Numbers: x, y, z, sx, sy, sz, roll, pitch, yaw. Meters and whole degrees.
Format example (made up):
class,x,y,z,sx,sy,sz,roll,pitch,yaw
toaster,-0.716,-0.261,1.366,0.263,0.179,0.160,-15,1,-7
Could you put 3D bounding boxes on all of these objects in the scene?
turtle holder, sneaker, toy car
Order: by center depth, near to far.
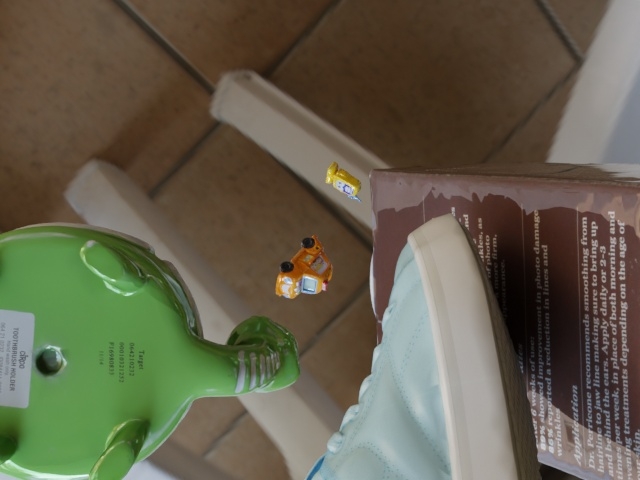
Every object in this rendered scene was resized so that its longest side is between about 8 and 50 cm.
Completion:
class,x,y,z,sx,sy,sz,roll,pitch,yaw
sneaker,0.044,0.124,0.782,0.150,0.366,0.135,-14,128,11
toy car,0.000,0.000,1.152,0.060,0.040,0.122,-40,157,-47
turtle holder,-0.205,0.087,1.290,0.320,0.227,0.243,-25,92,6

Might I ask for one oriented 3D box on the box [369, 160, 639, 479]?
class,x,y,z,sx,sy,sz,roll,pitch,yaw
box,0.171,0.044,0.950,0.143,0.381,0.191,-5,96,-23
